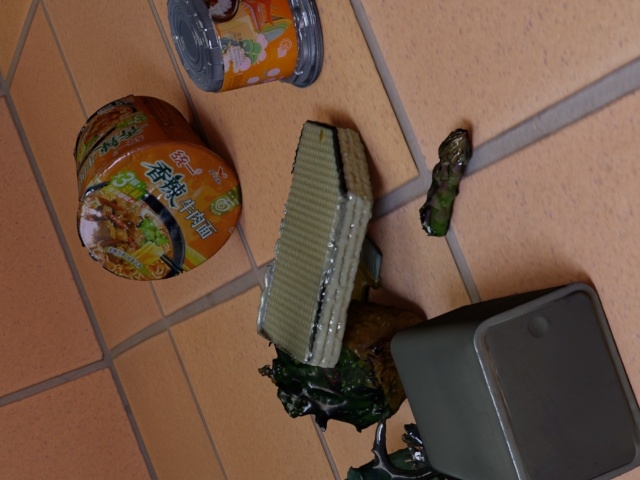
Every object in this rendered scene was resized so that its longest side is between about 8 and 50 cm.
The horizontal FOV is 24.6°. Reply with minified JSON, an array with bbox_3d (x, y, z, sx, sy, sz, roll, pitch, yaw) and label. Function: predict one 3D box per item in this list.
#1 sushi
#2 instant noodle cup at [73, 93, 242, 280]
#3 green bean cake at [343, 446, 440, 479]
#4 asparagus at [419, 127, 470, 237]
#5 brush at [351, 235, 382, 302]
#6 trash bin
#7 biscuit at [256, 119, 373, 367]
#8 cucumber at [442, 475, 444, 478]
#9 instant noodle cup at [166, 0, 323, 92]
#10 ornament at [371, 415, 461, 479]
[{"bbox_3d":[0.036,0.148,1.637,0.287,0.140,0.149,8,121,64],"label":"sushi"},{"bbox_3d":[-0.245,-0.087,2.063,0.182,0.230,0.230,-118,18,-49],"label":"instant noodle cup"},{"bbox_3d":[0.102,0.357,1.693,0.208,0.107,0.193,55,154,21],"label":"green bean cake"},{"bbox_3d":[0.118,-0.056,1.382,0.165,0.030,0.036,102,167,-60],"label":"asparagus"},{"bbox_3d":[0.045,0.061,1.726,0.082,0.010,0.218,54,157,35],"label":"brush"},{"bbox_3d":[0.165,0.133,1.318,0.164,0.122,0.240,71,163,-2],"label":"trash bin"},{"bbox_3d":[0.000,0.000,1.579,0.150,0.052,0.252,19,99,64],"label":"biscuit"},{"bbox_3d":[0.144,0.214,1.562,0.053,0.053,0.181,15,121,67],"label":"cucumber"},{"bbox_3d":[-0.092,-0.239,1.617,0.177,0.125,0.208,53,155,40],"label":"instant noodle cup"},{"bbox_3d":[0.140,0.283,1.502,0.236,0.080,0.202,41,138,21],"label":"ornament"}]
